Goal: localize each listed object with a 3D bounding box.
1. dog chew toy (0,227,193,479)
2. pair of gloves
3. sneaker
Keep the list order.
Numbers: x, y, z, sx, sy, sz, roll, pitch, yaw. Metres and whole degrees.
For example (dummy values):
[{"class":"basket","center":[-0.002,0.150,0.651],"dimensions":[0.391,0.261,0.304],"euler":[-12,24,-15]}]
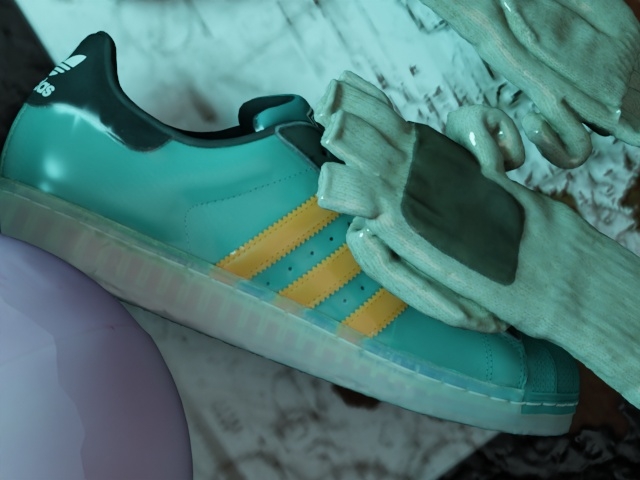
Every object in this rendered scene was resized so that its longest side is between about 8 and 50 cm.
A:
[{"class":"dog chew toy","center":[-0.195,0.028,0.643],"dimensions":[0.206,0.206,0.332],"euler":[-32,78,-16]},{"class":"pair of gloves","center":[0.089,-0.051,0.810],"dimensions":[0.204,0.042,0.240],"euler":[27,51,-20]},{"class":"sneaker","center":[0.000,0.000,0.799],"dimensions":[0.302,0.108,0.121],"euler":[22,87,-15]}]
